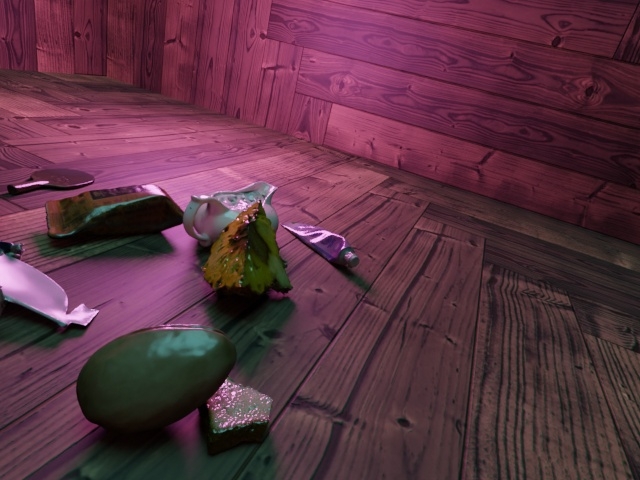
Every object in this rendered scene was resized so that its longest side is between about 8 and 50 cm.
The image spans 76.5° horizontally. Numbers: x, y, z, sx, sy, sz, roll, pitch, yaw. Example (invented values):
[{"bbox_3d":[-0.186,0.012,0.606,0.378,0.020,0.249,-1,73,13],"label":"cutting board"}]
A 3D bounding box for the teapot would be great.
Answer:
[{"bbox_3d":[-0.211,-0.060,0.975,0.208,0.166,0.299,34,18,15],"label":"teapot"}]

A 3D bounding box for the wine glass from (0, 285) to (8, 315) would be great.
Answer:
[{"bbox_3d":[-0.472,0.122,0.440,0.126,0.126,0.241,9,21,-12],"label":"wine glass"}]

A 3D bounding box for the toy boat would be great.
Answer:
[{"bbox_3d":[-0.487,0.059,0.632,0.291,0.067,0.220,21,7,1],"label":"toy boat"}]

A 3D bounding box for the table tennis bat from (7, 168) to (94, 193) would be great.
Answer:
[{"bbox_3d":[-0.711,-0.158,1.072,0.131,0.022,0.234,18,21,7],"label":"table tennis bat"}]

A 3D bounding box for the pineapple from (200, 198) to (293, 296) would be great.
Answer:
[{"bbox_3d":[-0.146,0.055,0.830,0.164,0.140,0.250,46,27,-40],"label":"pineapple"}]

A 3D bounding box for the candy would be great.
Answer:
[{"bbox_3d":[-0.460,-0.064,0.909,0.271,0.101,0.143,-13,40,-36],"label":"candy"}]

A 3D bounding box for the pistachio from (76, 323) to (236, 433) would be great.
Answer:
[{"bbox_3d":[-0.193,0.164,0.494,0.185,0.126,0.108,-14,7,-12],"label":"pistachio"}]

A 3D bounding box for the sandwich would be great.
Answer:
[{"bbox_3d":[-0.114,0.219,0.535,0.093,0.036,0.105,-2,27,-31],"label":"sandwich"}]

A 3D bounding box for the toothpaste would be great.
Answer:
[{"bbox_3d":[0.000,0.000,1.085,0.075,0.048,0.301,-31,36,-21],"label":"toothpaste"}]
